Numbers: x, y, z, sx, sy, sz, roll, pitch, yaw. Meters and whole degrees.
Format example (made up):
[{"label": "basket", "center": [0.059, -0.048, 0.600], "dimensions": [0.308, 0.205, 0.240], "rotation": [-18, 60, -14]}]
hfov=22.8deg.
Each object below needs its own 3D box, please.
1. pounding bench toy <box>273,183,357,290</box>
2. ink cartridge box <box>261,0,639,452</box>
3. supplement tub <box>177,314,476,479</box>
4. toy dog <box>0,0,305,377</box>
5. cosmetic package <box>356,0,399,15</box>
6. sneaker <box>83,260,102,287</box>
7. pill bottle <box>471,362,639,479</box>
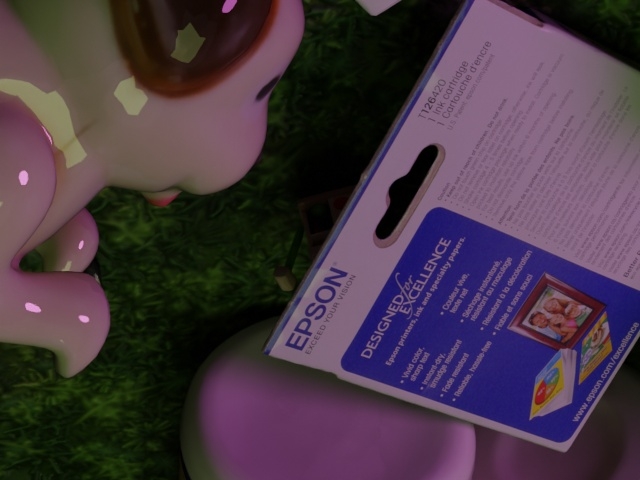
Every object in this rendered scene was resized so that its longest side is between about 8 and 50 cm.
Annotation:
[{"label": "pounding bench toy", "center": [0.000, 0.000, 1.234], "dimensions": [0.083, 0.065, 0.052], "rotation": [-15, 139, 1]}, {"label": "ink cartridge box", "center": [0.141, -0.011, 1.191], "dimensions": [0.307, 0.072, 0.303], "rotation": [22, 107, -30]}, {"label": "supplement tub", "center": [-0.007, 0.248, 1.370], "dimensions": [0.241, 0.241, 0.331], "rotation": [-4, 137, -11]}, {"label": "toy dog", "center": [-0.213, -0.114, 0.944], "dimensions": [0.408, 0.284, 0.395], "rotation": [-9, 101, -3]}, {"label": "cosmetic package", "center": [-0.004, -0.279, 0.814], "dimensions": [0.138, 0.224, 0.224], "rotation": [-33, 134, 20]}, {"label": "sneaker", "center": [-0.194, 0.048, 1.258], "dimensions": [0.035, 0.031, 0.083], "rotation": [4, 135, -18]}, {"label": "pill bottle", "center": [0.286, 0.278, 1.507], "dimensions": [0.204, 0.204, 0.361], "rotation": [-25, 136, 12]}]
